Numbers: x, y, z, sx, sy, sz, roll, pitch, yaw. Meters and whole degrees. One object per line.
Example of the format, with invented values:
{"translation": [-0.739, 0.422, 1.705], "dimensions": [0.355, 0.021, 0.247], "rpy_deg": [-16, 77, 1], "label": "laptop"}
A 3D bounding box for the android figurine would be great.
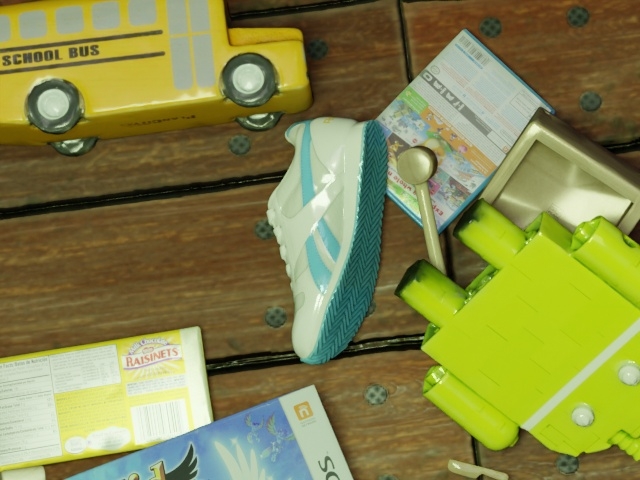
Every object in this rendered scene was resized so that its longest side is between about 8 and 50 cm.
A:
{"translation": [0.206, 0.088, 1.608], "dimensions": [0.273, 0.056, 0.248], "rpy_deg": [40, 120, -8], "label": "android figurine"}

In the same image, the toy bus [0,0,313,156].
{"translation": [-0.178, -0.160, 1.691], "dimensions": [0.333, 0.108, 0.130], "rpy_deg": [-8, 80, 2], "label": "toy bus"}

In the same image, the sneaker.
{"translation": [0.000, 0.000, 1.679], "dimensions": [0.092, 0.087, 0.228], "rpy_deg": [6, 83, 24], "label": "sneaker"}

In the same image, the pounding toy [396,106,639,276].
{"translation": [0.166, -0.031, 1.658], "dimensions": [0.206, 0.094, 0.181], "rpy_deg": [34, 108, 2], "label": "pounding toy"}

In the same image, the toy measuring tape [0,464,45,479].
{"translation": [-0.221, 0.355, 1.489], "dimensions": [0.121, 0.121, 0.330], "rpy_deg": [-2, 101, 2], "label": "toy measuring tape"}

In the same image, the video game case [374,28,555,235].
{"translation": [0.121, -0.101, 1.717], "dimensions": [0.119, 0.015, 0.166], "rpy_deg": [44, 85, 7], "label": "video game case"}

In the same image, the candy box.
{"translation": [-0.204, 0.147, 1.686], "dimensions": [0.206, 0.027, 0.105], "rpy_deg": [-9, 79, 1], "label": "candy box"}

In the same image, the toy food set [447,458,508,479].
{"translation": [0.129, 0.264, 1.662], "dimensions": [0.078, 0.019, 0.122], "rpy_deg": [14, 90, 5], "label": "toy food set"}

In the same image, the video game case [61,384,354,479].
{"translation": [-0.082, 0.285, 1.597], "dimensions": [0.269, 0.061, 0.244], "rpy_deg": [-19, 80, -23], "label": "video game case"}
